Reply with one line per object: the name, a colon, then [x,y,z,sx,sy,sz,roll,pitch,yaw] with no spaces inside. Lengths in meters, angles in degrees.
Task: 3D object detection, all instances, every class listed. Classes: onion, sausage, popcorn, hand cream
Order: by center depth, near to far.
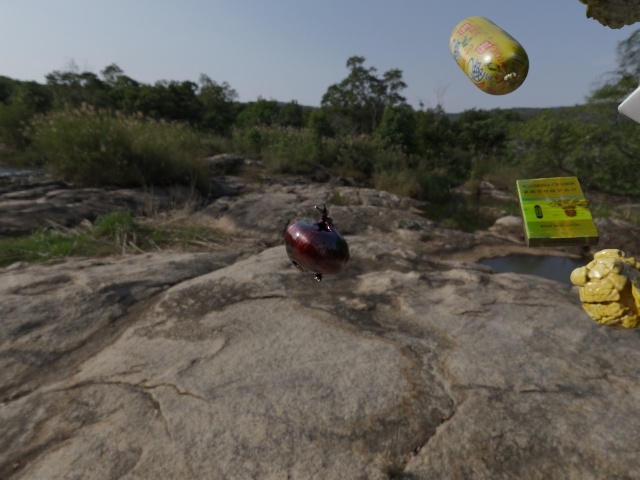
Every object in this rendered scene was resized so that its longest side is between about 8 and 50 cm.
hand cream: [0.768,-0.368,0.868,0.079,0.255,0.048,41,39,16]
popcorn: [0.710,0.117,0.982,0.163,0.194,0.140,12,-13,-29]
sausage: [0.405,-0.457,0.996,0.123,0.123,0.347,2,42,-4]
onion: [0.000,0.000,1.554,0.273,0.285,0.273,23,9,-4]

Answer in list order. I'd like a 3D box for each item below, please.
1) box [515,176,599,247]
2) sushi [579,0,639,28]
box: [0.484,-0.063,0.845,0.121,0.030,0.193,-2,44,19]
sushi: [0.678,-0.668,0.803,0.396,0.240,0.351,33,-10,-28]
